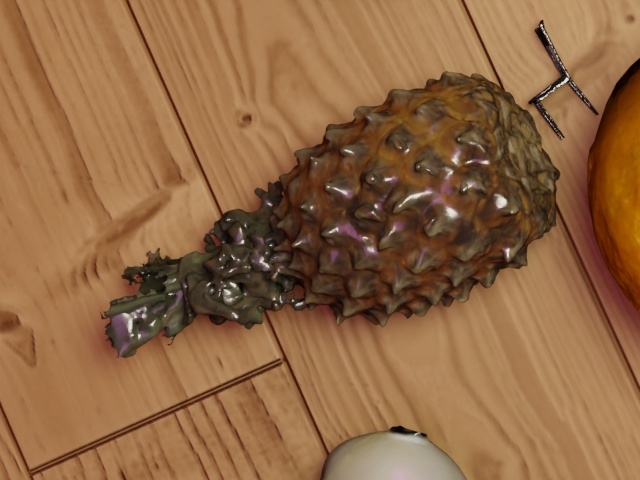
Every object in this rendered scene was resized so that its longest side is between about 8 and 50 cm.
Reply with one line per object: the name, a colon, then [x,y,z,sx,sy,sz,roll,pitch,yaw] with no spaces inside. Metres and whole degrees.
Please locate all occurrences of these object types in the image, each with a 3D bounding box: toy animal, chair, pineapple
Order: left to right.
pineapple: [0.000,0.000,1.297,0.361,0.175,0.175,-23,87,29]
toy animal: [0.041,0.236,1.300,0.179,0.138,0.166,-38,74,5]
chair: [0.172,-0.119,1.290,0.042,0.037,0.086,-31,89,4]

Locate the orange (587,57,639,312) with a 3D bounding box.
orange: [0.304,-0.039,1.154,0.246,0.246,0.246,1,94,16]
